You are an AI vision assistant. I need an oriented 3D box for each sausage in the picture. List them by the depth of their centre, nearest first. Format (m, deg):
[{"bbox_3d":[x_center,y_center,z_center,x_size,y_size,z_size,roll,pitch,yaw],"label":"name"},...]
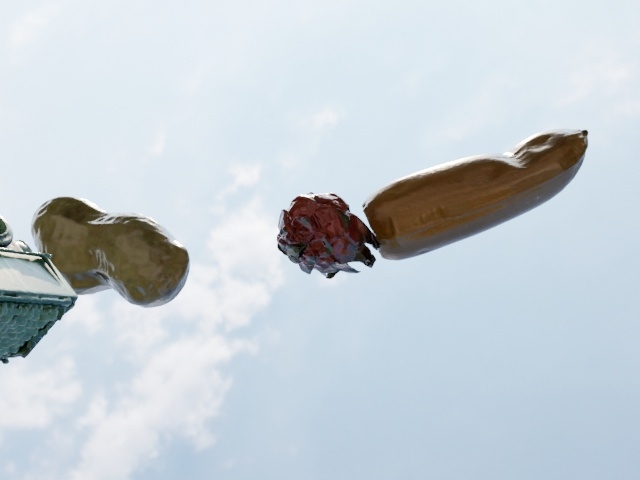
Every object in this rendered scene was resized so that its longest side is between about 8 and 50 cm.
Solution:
[{"bbox_3d":[0.240,-0.074,1.481,0.354,0.116,0.134,-20,-166,3],"label":"sausage"}]

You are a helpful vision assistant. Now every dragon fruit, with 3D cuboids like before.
[{"bbox_3d":[0.004,-0.005,1.436,0.121,0.142,0.130,-48,-131,9],"label":"dragon fruit"}]

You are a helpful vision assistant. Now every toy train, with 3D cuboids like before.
[{"bbox_3d":[-0.360,0.037,0.942,0.115,0.269,0.154,-40,-108,13],"label":"toy train"}]

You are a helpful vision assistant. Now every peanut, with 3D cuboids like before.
[{"bbox_3d":[-0.271,0.017,1.253,0.274,0.111,0.125,14,-118,39],"label":"peanut"}]
